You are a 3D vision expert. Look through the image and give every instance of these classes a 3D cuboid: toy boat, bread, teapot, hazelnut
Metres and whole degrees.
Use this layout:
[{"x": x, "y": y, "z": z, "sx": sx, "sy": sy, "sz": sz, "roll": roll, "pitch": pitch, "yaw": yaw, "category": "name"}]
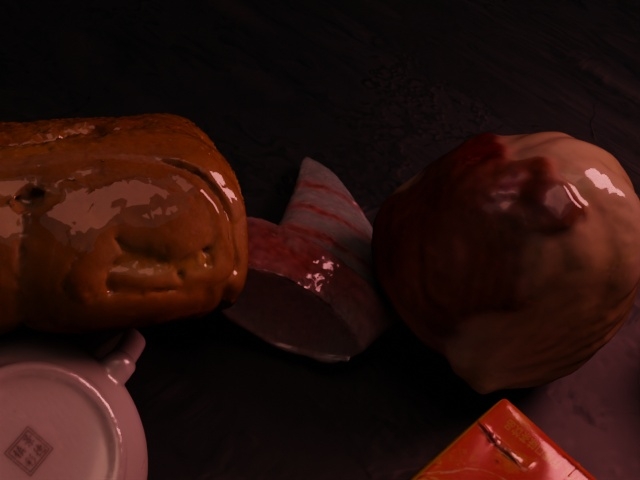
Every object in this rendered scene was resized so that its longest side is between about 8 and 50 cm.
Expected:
[{"x": 0.000, "y": 0.000, "z": 0.868, "sx": 0.206, "sy": 0.096, "sz": 0.282, "roll": 22, "pitch": 33, "yaw": -4, "category": "toy boat"}, {"x": -0.243, "y": -0.033, "z": 0.694, "sx": 0.327, "sy": 0.148, "sz": 0.337, "roll": -3, "pitch": 15, "yaw": -15, "category": "bread"}, {"x": -0.227, "y": 0.165, "z": 0.611, "sx": 0.204, "sy": 0.139, "sz": 0.298, "roll": 50, "pitch": 47, "yaw": -4, "category": "teapot"}, {"x": 0.178, "y": 0.026, "z": 0.775, "sx": 0.261, "sy": 0.261, "sz": 0.241, "roll": 13, "pitch": 59, "yaw": -1, "category": "hazelnut"}]

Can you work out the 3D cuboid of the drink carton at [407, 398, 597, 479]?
[{"x": 0.068, "y": 0.280, "z": 0.590, "sx": 0.351, "sy": 0.111, "sz": 0.154, "roll": -31, "pitch": 60, "yaw": -33, "category": "drink carton"}]
